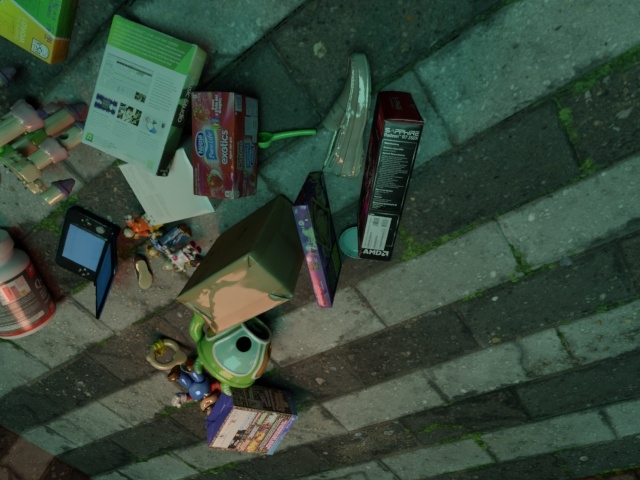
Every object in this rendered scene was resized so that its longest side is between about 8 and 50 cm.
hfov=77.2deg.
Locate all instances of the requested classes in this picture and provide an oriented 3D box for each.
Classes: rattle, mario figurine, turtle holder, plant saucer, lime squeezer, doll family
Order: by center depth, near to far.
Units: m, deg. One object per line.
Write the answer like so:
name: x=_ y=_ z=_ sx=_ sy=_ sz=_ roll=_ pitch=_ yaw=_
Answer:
lime squeezer: x=-0.164 y=-0.247 z=1.109 sx=0.311 sy=0.058 sz=0.110 roll=-30 pitch=114 yaw=24
plant saucer: x=0.119 y=0.003 z=1.257 sx=0.120 sy=0.021 sz=0.119 roll=4 pitch=124 yaw=6
doll family: x=-0.517 y=-0.012 z=1.298 sx=0.163 sy=0.118 sz=0.263 roll=-30 pitch=126 yaw=11
turtle holder: x=-0.319 y=0.367 z=1.467 sx=0.227 sy=0.243 sz=0.320 roll=-48 pitch=66 yaw=16
rattle: x=-0.610 y=0.496 z=1.640 sx=0.200 sy=0.130 sz=0.142 roll=25 pitch=121 yaw=-15
mario figurine: x=-0.494 y=0.654 z=1.692 sx=0.198 sy=0.170 sz=0.320 roll=-17 pitch=117 yaw=37

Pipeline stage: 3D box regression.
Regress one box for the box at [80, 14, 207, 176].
box: x=-0.436 y=-0.348 z=0.982 sx=0.233 sy=0.058 sz=0.321 roll=25 pitch=103 yaw=9

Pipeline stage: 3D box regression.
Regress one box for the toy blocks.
toy blocks: x=-0.749 y=-0.295 z=1.092 sx=0.289 sy=0.260 sz=0.308 roll=31 pitch=154 yaw=21

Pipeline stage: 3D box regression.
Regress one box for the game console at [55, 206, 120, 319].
game console: x=-0.794 y=0.080 z=1.351 sx=0.250 sy=0.173 sz=0.293 roll=29 pitch=122 yaw=-12

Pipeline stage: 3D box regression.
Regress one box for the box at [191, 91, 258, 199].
box: x=-0.241 y=-0.240 z=1.025 sx=0.123 sy=0.128 sz=0.256 roll=8 pitch=105 yaw=18

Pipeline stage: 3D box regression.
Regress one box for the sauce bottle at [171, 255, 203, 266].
sauce bottle: x=-0.444 y=0.072 z=1.373 sx=0.128 sy=0.042 sz=0.042 roll=4 pitch=124 yaw=8

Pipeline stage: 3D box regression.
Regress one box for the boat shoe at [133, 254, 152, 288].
boat shoe: x=-0.637 y=0.113 z=1.431 sx=0.043 sy=0.049 sz=0.136 roll=36 pitch=138 yaw=37

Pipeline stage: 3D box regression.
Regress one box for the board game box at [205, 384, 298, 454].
board game box: x=-0.285 y=0.732 z=1.650 sx=0.291 sy=0.141 sz=0.232 roll=23 pitch=106 yaw=-29

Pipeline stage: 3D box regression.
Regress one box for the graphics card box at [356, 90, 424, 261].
graphics card box: x=0.162 y=-0.160 z=1.014 sx=0.095 sy=0.232 sz=0.370 roll=5 pitch=125 yaw=0

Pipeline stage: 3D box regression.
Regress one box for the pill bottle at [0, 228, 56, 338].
pill bottle: x=-1.125 y=0.157 z=1.428 sx=0.211 sy=0.210 sz=0.362 roll=1 pitch=124 yaw=7

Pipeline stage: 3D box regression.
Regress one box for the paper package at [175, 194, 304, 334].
paper package: x=-0.205 y=0.065 z=1.165 sx=0.310 sy=0.324 sz=0.168 roll=-30 pitch=114 yaw=26

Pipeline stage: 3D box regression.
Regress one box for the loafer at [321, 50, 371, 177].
loafer: x=0.061 y=-0.302 z=1.006 sx=0.112 sy=0.112 sz=0.319 roll=3 pitch=125 yaw=-3

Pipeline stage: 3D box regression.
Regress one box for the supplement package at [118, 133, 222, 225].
supplement package: x=-0.402 y=-0.176 z=1.135 sx=0.203 sy=0.149 sz=0.194 roll=-11 pitch=121 yaw=15

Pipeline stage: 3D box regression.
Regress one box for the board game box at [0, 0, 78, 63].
board game box: x=-0.748 y=-0.616 z=0.941 sx=0.317 sy=0.064 sz=0.242 roll=30 pitch=123 yaw=-12

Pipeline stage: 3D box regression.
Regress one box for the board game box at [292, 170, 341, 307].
board game box: x=0.000 y=0.000 z=1.161 sx=0.056 sy=0.208 sz=0.346 roll=-5 pitch=122 yaw=12
